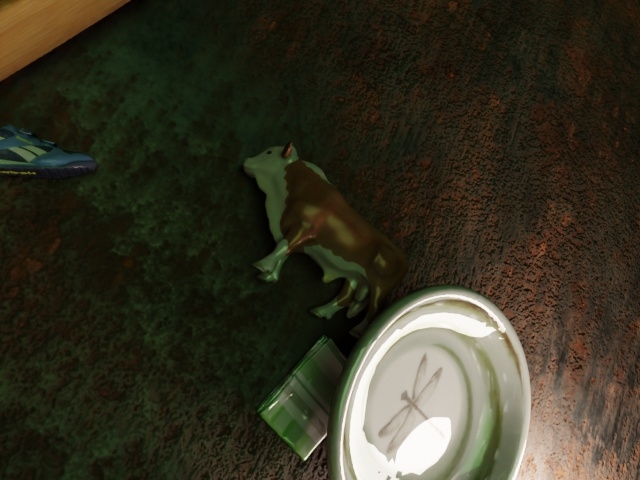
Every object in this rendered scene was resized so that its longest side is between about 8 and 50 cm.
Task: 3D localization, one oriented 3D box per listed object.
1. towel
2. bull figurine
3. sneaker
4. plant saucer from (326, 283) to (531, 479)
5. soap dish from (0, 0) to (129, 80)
[{"bbox_3d":[-0.006,0.233,0.681,0.152,0.023,0.113,-45,103,-24],"label":"towel"},{"bbox_3d":[0.000,0.000,0.674,0.310,0.101,0.188,36,73,-16],"label":"bull figurine"},{"bbox_3d":[-0.344,-0.107,0.539,0.144,0.053,0.059,2,80,-28],"label":"sneaker"},{"bbox_3d":[0.161,0.265,0.705,0.401,0.101,0.399,1,89,-30],"label":"plant saucer"},{"bbox_3d":[-0.376,-0.332,0.516,0.229,0.118,0.291,47,65,-14],"label":"soap dish"}]
